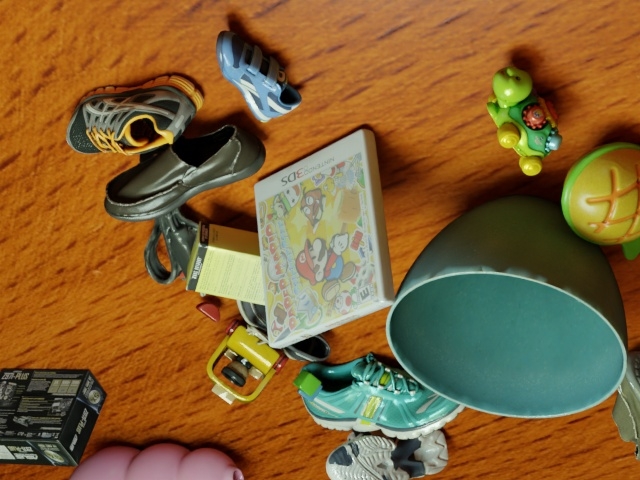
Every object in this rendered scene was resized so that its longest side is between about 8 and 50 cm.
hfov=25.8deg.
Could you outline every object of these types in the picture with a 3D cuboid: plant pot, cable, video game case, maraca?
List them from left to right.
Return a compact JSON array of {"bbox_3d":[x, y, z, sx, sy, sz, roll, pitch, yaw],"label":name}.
[{"bbox_3d":[-0.199,-0.033,1.933,0.139,0.072,0.287,5,129,29],"label":"cable"},{"bbox_3d":[0.000,0.000,1.749,0.026,0.227,0.206,12,153,-43],"label":"video game case"},{"bbox_3d":[0.244,0.059,1.736,0.290,0.195,0.290,11,142,9],"label":"plant pot"},{"bbox_3d":[0.357,-0.045,1.643,0.185,0.099,0.127,30,106,-36],"label":"maraca"}]

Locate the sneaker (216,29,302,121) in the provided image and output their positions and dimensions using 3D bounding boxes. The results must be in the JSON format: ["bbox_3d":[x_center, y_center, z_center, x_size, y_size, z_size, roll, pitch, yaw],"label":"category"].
[{"bbox_3d":[-0.074,-0.200,1.663,0.059,0.053,0.144,-7,144,30],"label":"sneaker"}]

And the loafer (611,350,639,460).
[{"bbox_3d":[0.450,0.248,1.970,0.087,0.094,0.251,-10,135,25],"label":"loafer"}]

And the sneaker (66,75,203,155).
[{"bbox_3d":[-0.248,-0.145,1.773,0.215,0.083,0.084,-15,133,37],"label":"sneaker"}]

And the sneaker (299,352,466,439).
[{"bbox_3d":[0.091,0.226,2.085,0.275,0.107,0.110,-4,128,26],"label":"sneaker"}]

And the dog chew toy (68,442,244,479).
[{"bbox_3d":[-0.281,0.445,2.425,0.331,0.207,0.206,-16,132,25],"label":"dog chew toy"}]

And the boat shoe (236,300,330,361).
[{"bbox_3d":[-0.048,0.111,2.006,0.065,0.075,0.206,14,155,37],"label":"boat shoe"}]

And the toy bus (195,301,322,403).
[{"bbox_3d":[-0.115,0.187,2.049,0.191,0.104,0.202,27,168,48],"label":"toy bus"}]

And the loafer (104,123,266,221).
[{"bbox_3d":[-0.182,-0.097,1.772,0.220,0.080,0.078,-23,138,6],"label":"loafer"}]

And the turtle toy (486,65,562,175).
[{"bbox_3d":[0.231,-0.143,1.591,0.066,0.095,0.130,-31,125,19],"label":"turtle toy"}]

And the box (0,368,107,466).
[{"bbox_3d":[-0.473,0.296,2.349,0.180,0.147,0.077,-2,138,23],"label":"box"}]

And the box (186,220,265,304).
[{"bbox_3d":[-0.061,0.043,1.899,0.232,0.058,0.087,11,126,-9],"label":"box"}]

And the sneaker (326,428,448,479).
[{"bbox_3d":[0.069,0.341,2.182,0.153,0.235,0.094,-13,90,48],"label":"sneaker"}]
